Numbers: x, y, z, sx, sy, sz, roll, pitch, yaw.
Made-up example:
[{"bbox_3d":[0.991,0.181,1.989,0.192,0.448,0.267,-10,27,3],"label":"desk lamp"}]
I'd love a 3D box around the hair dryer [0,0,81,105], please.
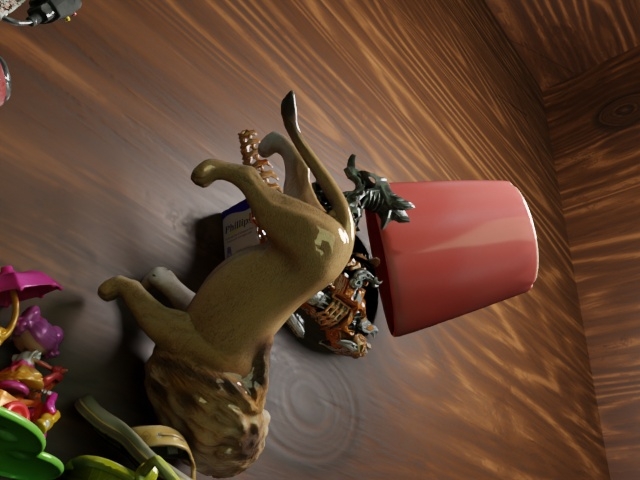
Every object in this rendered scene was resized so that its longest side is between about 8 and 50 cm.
[{"bbox_3d":[-0.390,-0.211,0.496,0.223,0.080,0.294,39,52,-28],"label":"hair dryer"}]

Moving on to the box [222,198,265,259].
[{"bbox_3d":[-0.071,0.020,0.793,0.126,0.072,0.137,15,62,-47],"label":"box"}]

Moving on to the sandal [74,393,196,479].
[{"bbox_3d":[-0.164,0.202,0.530,0.180,0.072,0.049,34,54,13],"label":"sandal"}]

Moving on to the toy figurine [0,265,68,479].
[{"bbox_3d":[-0.272,0.105,0.481,0.173,0.130,0.159,64,20,-44],"label":"toy figurine"}]

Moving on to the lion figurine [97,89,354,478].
[{"bbox_3d":[-0.074,0.056,0.588,0.240,0.392,0.142,41,12,13],"label":"lion figurine"}]

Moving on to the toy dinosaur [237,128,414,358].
[{"bbox_3d":[0.000,0.000,0.720,0.218,0.164,0.322,-43,130,-34],"label":"toy dinosaur"}]

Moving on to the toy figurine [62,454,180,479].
[{"bbox_3d":[-0.119,0.378,0.467,0.363,0.191,0.217,49,45,-22],"label":"toy figurine"}]

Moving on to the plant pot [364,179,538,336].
[{"bbox_3d":[0.216,0.015,0.924,0.275,0.243,0.275,-10,90,-89],"label":"plant pot"}]
